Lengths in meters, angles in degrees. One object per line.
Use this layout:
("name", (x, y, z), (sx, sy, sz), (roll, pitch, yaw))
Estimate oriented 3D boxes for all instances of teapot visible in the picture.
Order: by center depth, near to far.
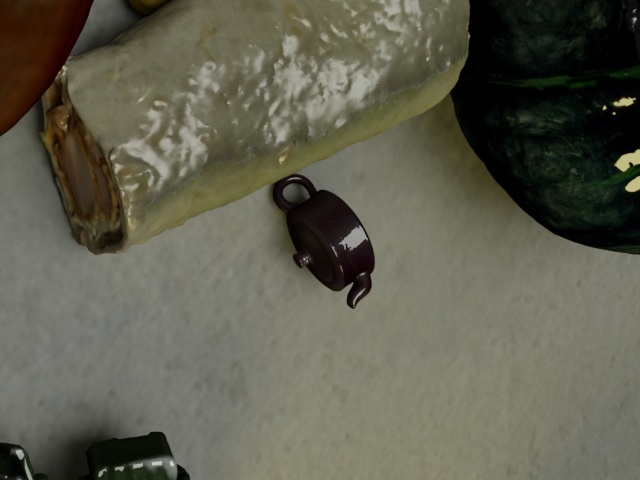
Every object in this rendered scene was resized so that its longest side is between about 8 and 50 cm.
("teapot", (0.000, 0.000, 1.026), (0.045, 0.068, 0.100), (-32, 78, -21))

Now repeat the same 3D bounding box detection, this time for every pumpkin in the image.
("pumpkin", (0.237, -0.144, 1.037), (0.315, 0.238, 0.315), (-7, 102, -35))

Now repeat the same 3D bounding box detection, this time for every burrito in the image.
("burrito", (-0.028, -0.105, 0.965), (0.299, 0.105, 0.143), (-31, 118, -22))

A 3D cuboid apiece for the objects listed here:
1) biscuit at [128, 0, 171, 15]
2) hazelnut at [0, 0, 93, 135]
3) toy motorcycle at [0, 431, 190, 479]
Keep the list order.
("biscuit", (-0.092, -0.250, 0.944), (0.174, 0.039, 0.183), (-39, 116, -23))
("hazelnut", (-0.210, -0.148, 0.783), (0.229, 0.229, 0.230), (-6, 101, -30))
("toy motorcycle", (-0.139, 0.201, 0.949), (0.275, 0.127, 0.205), (-18, 106, -21))
